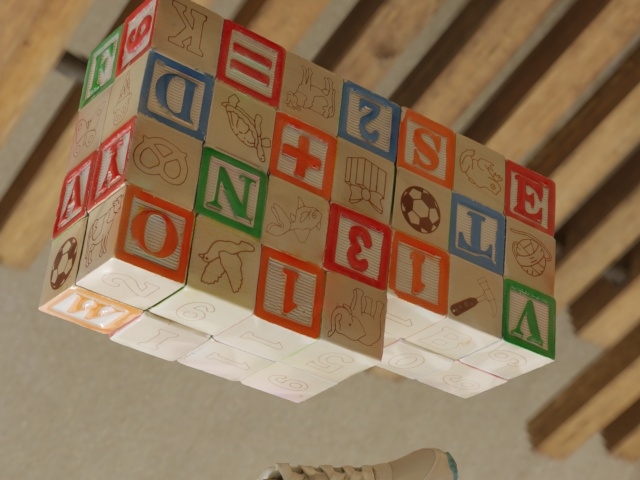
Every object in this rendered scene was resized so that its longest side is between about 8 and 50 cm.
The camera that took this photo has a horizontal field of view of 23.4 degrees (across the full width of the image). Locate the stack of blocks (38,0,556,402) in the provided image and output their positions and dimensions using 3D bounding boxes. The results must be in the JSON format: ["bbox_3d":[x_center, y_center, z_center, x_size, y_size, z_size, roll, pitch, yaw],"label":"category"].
[{"bbox_3d":[0.000,0.000,0.900,0.297,0.087,0.171,22,-122,-28],"label":"stack of blocks"}]

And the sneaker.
[{"bbox_3d":[0.001,0.219,1.231,0.092,0.228,0.087,62,-176,-17],"label":"sneaker"}]
